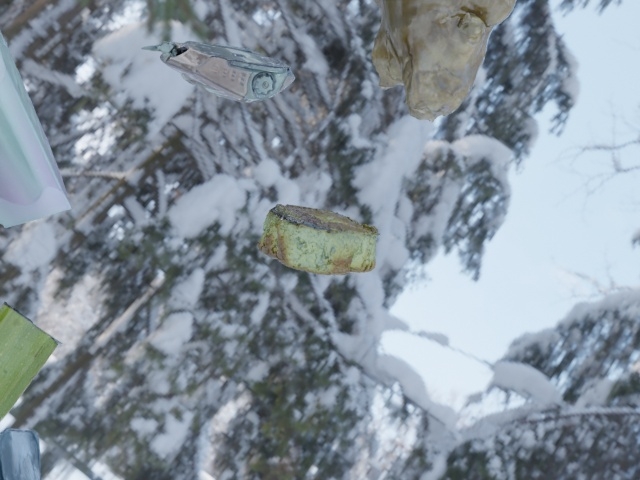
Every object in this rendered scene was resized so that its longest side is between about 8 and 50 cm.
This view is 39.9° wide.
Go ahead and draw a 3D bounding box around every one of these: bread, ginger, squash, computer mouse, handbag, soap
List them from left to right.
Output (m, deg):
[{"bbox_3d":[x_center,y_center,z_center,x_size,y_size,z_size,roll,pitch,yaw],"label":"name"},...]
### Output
[{"bbox_3d":[-0.443,-0.167,1.178,0.347,0.115,0.208,88,-21,-57],"label":"soap"},{"bbox_3d":[-0.427,0.182,1.140,0.095,0.188,0.095,31,-15,9],"label":"squash"},{"bbox_3d":[-0.557,0.433,1.600,0.229,0.062,0.179,98,-23,-76],"label":"handbag"},{"bbox_3d":[-0.234,-0.389,2.059,0.389,0.115,0.199,1,20,-33],"label":"computer mouse"},{"bbox_3d":[0.000,0.000,1.165,0.140,0.069,0.128,3,13,-37],"label":"bread"},{"bbox_3d":[0.136,-0.239,0.961,0.123,0.270,0.219,15,-34,-35],"label":"ginger"}]
